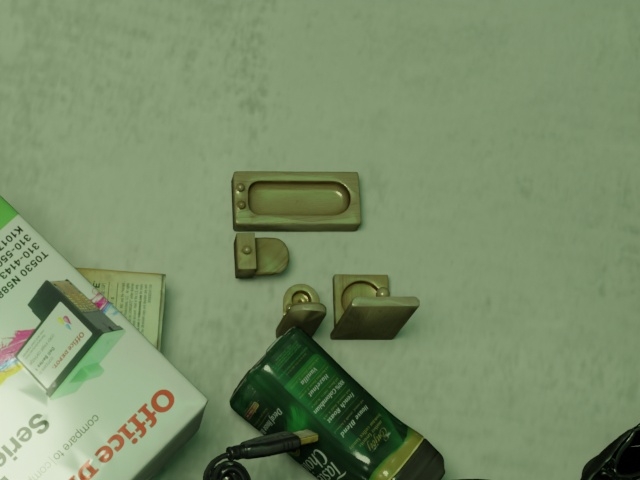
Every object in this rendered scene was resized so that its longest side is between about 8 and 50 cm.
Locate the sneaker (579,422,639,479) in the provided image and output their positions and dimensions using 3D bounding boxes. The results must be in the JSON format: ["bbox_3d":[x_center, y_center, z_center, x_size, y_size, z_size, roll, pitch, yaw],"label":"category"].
[{"bbox_3d":[0.288,0.183,1.452,0.170,0.089,0.051,-32,81,-15],"label":"sneaker"}]

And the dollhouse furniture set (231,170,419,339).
[{"bbox_3d":[0.000,0.000,1.443,0.144,0.123,0.151,0,74,-9],"label":"dollhouse furniture set"}]

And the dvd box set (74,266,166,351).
[{"bbox_3d":[-0.348,0.163,1.378,0.420,0.062,0.307,4,74,-8],"label":"dvd box set"}]

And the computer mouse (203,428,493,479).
[{"bbox_3d":[0.033,0.225,1.320,0.262,0.060,0.184,-11,50,-20],"label":"computer mouse"}]

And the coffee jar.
[{"bbox_3d":[0.016,0.164,1.412,0.184,0.096,0.079,40,57,5],"label":"coffee jar"}]

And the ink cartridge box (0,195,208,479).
[{"bbox_3d":[-0.254,0.110,1.313,0.278,0.117,0.201,44,73,4],"label":"ink cartridge box"}]
